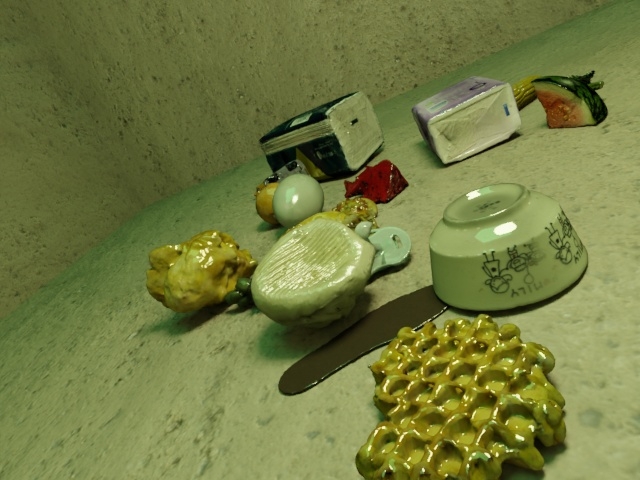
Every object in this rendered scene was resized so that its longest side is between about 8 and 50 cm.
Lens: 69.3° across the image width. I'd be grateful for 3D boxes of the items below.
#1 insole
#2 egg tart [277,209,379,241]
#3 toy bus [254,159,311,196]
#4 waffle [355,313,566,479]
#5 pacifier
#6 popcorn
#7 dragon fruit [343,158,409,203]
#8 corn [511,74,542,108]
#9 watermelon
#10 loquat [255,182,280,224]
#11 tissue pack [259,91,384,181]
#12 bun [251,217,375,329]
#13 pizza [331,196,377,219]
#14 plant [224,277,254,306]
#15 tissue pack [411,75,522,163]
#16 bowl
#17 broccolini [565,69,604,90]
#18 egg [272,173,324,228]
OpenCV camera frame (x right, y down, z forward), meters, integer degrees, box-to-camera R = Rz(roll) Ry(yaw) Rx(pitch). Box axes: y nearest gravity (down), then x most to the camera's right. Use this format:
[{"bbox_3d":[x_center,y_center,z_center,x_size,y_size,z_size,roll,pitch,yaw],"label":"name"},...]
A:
[{"bbox_3d":[0.077,0.151,0.743,0.327,0.007,0.111,-29,18,-8],"label":"insole"},{"bbox_3d":[0.000,0.000,1.085,0.278,0.095,0.279,-22,19,8],"label":"egg tart"},{"bbox_3d":[-0.142,-0.196,1.709,0.136,0.126,0.209,-15,22,51],"label":"toy bus"},{"bbox_3d":[0.139,0.176,0.533,0.249,0.056,0.253,-28,22,-6],"label":"waffle"},{"bbox_3d":[0.099,0.004,0.914,0.150,0.117,0.127,-20,41,12],"label":"pacifier"},{"bbox_3d":[-0.283,0.081,1.107,0.253,0.191,0.190,-29,50,1],"label":"popcorn"},{"bbox_3d":[0.155,-0.146,1.337,0.192,0.123,0.092,-13,-16,40],"label":"dragon fruit"},{"bbox_3d":[0.650,-0.476,1.512,0.231,0.080,0.080,-33,21,-26],"label":"corn"},{"bbox_3d":[0.628,-0.368,1.173,0.137,0.145,0.193,-22,19,26],"label":"watermelon"},{"bbox_3d":[-0.144,-0.121,1.501,0.141,0.141,0.141,-23,20,9],"label":"loquat"},{"bbox_3d":[-0.005,-0.383,1.808,0.416,0.253,0.264,-5,29,45],"label":"tissue pack"},{"bbox_3d":[-0.005,0.072,0.831,0.231,0.133,0.231,-16,38,13],"label":"bun"},{"bbox_3d":[0.082,-0.079,1.250,0.134,0.046,0.175,-35,22,-24],"label":"pizza"},{"bbox_3d":[-0.140,0.108,1.014,0.174,0.087,0.085,-15,-13,36],"label":"plant"},{"bbox_3d":[0.426,-0.373,1.402,0.242,0.160,0.338,-23,19,12],"label":"tissue pack"},{"bbox_3d":[0.270,-0.006,0.720,0.237,0.126,0.238,-23,19,8],"label":"bowl"},{"bbox_3d":[0.761,-0.449,1.329,0.123,0.062,0.271,-37,11,15],"label":"broccolini"},{"bbox_3d":[-0.066,-0.112,1.360,0.151,0.151,0.209,-19,23,19],"label":"egg"}]
